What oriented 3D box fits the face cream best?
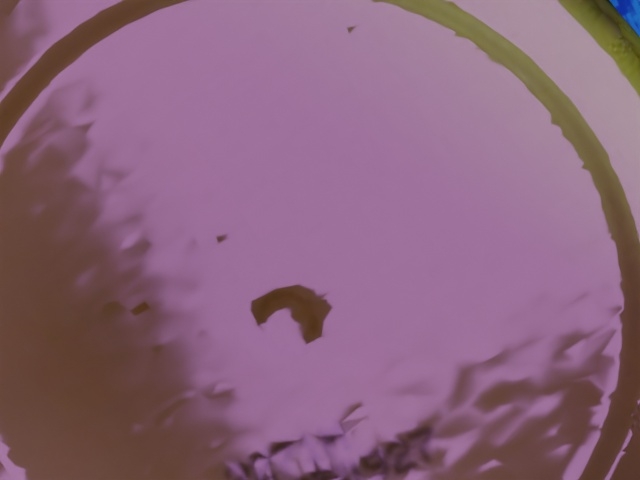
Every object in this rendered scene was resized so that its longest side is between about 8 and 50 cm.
[{"bbox_3d":[0.000,0.000,0.463,0.218,0.179,0.218,1,103,5],"label":"face cream"}]
